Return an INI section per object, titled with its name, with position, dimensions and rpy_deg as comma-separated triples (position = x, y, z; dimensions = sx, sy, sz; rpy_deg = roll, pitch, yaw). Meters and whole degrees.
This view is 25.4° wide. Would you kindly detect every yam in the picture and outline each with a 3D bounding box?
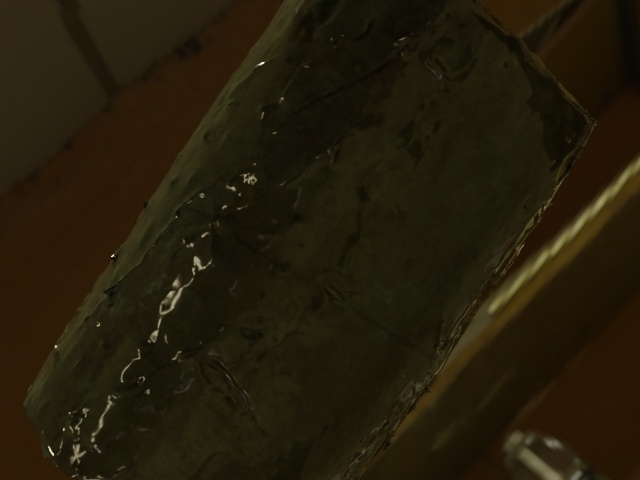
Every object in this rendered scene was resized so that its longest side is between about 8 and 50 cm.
[yam]
position = 0.000, 0.000, 0.633
dimensions = 0.268, 0.161, 0.161
rpy_deg = -58, -33, 6
